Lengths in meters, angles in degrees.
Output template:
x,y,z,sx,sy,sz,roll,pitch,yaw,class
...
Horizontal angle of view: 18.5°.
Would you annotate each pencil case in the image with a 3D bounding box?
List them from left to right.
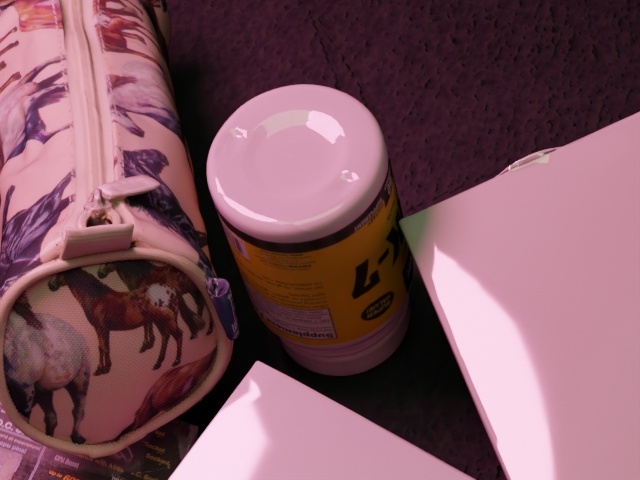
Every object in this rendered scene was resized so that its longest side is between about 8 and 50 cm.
x,y,z,sx,sy,sz,roll,pitch,yaw,class
-0.160,-0.052,1.356,0.160,0.183,0.410,6,37,-17,pencil case

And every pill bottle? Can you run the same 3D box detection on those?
x,y,z,sx,sy,sz,roll,pitch,yaw,class
0.000,0.000,1.330,0.119,0.208,0.119,-5,57,8,pill bottle

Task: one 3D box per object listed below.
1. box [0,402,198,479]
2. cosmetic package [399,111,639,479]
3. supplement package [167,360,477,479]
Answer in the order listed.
x,y,z,sx,sy,sz,roll,pitch,yaw,class
-0.264,0.186,1.285,0.307,0.076,0.242,19,57,3,box
0.209,0.121,1.237,0.197,0.155,0.366,-23,56,4,cosmetic package
0.008,0.246,1.139,0.199,0.263,0.198,27,67,24,supplement package
